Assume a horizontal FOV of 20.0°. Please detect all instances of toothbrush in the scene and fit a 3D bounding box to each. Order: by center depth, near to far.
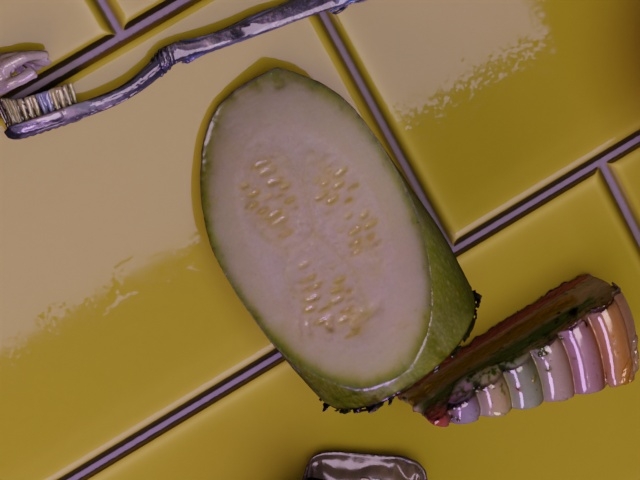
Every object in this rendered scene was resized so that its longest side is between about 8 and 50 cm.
[{"bbox_3d":[-0.087,-0.177,1.603,0.413,0.035,0.042,-22,104,-7],"label":"toothbrush"}]

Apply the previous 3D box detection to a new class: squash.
[{"bbox_3d":[0.000,0.000,1.588,0.189,0.189,0.260,-37,113,-2],"label":"squash"}]

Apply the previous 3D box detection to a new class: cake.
[{"bbox_3d":[0.191,0.125,1.702,0.225,0.109,0.090,-30,108,-5],"label":"cake"}]

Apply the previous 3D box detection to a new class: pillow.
[{"bbox_3d":[0.034,0.307,1.750,0.130,0.033,0.217,6,103,-9],"label":"pillow"}]

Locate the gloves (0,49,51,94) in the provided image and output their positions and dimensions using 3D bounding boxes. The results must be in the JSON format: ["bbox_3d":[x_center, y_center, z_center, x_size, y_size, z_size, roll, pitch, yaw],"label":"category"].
[{"bbox_3d":[-0.271,-0.143,1.567,0.081,0.044,0.037,-23,136,-12],"label":"gloves"}]

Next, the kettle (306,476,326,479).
[{"bbox_3d":[-0.013,0.364,1.606,0.207,0.271,0.251,42,102,-8],"label":"kettle"}]
